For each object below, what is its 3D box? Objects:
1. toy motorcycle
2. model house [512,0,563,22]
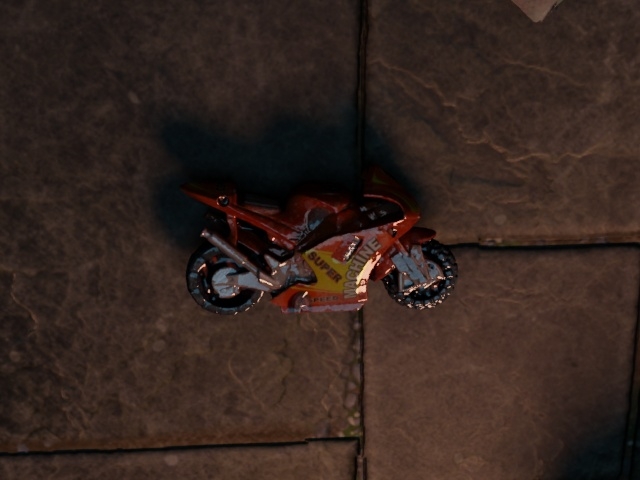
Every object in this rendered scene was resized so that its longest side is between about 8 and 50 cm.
[{"bbox_3d":[0.000,0.002,1.369,0.298,0.089,0.171,-1,112,-2],"label":"toy motorcycle"},{"bbox_3d":[0.219,-0.291,1.266,0.100,0.088,0.100,39,141,6],"label":"model house"}]
